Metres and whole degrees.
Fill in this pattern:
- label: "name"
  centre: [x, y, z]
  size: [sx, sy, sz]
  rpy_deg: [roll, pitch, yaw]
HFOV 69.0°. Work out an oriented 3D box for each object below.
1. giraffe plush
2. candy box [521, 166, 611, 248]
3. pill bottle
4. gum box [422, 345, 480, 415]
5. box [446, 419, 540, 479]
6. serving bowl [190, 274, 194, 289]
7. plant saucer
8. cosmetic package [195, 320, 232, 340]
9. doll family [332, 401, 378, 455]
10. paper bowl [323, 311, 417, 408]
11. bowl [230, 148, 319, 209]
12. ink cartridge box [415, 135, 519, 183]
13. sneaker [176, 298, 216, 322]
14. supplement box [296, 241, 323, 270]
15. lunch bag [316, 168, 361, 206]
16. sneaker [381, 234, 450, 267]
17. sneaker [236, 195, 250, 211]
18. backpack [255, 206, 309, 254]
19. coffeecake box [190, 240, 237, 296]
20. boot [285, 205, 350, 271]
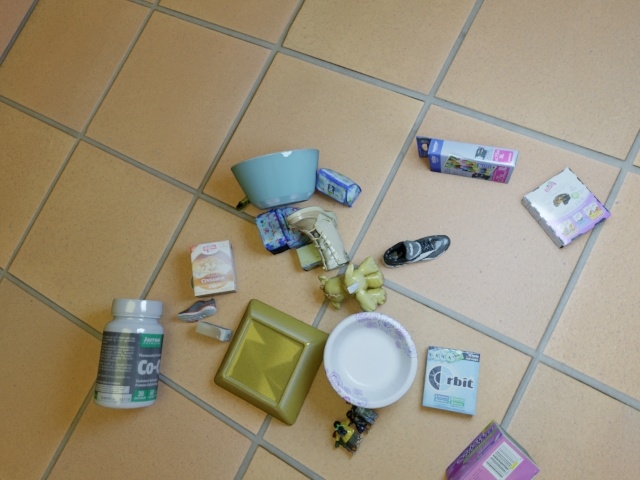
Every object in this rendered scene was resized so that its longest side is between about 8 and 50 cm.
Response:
- label: "giraffe plush"
  centre: [0.092, 0.157, 1.538]
  size: [0.171, 0.210, 0.181]
  rpy_deg: [-17, 78, 41]
- label: "candy box"
  centre: [0.762, -0.101, 1.458]
  size: [0.165, 0.070, 0.196]
  rpy_deg: [-34, 73, 5]
- label: "pill bottle"
  centre: [-0.667, 0.392, 1.647]
  size: [0.204, 0.204, 0.360]
  rpy_deg: [0, 79, 14]
- label: "gum box"
  centre: [0.407, 0.432, 1.450]
  size: [0.157, 0.041, 0.184]
  rpy_deg: [5, 80, 15]
- label: "box"
  centre: [0.464, 0.632, 1.286]
  size: [0.117, 0.243, 0.213]
  rpy_deg: [43, 92, 19]
- label: "serving bowl"
  centre: [-0.438, 0.153, 1.727]
  size: [0.084, 0.027, 0.083]
  rpy_deg: [1, 76, -2]
- label: "plant saucer"
  centre: [-0.180, 0.408, 1.585]
  size: [0.333, 0.081, 0.332]
  rpy_deg: [22, 85, 18]
- label: "cosmetic package"
  centre: [-0.380, 0.324, 1.664]
  size: [0.115, 0.060, 0.041]
  rpy_deg: [13, 82, 18]
- label: "doll family"
  centre: [0.101, 0.582, 1.483]
  size: [0.111, 0.076, 0.193]
  rpy_deg: [33, 83, 23]
- label: "paper bowl"
  centre: [0.151, 0.370, 1.457]
  size: [0.285, 0.148, 0.284]
  rpy_deg: [0, 76, 1]
- label: "bowl"
  centre: [-0.140, -0.201, 1.610]
  size: [0.312, 0.311, 0.163]
  rpy_deg: [-11, 92, 12]
- label: "ink cartridge box"
  centre: [0.461, -0.259, 1.507]
  size: [0.311, 0.186, 0.065]
  rpy_deg: [15, 84, 17]
- label: "sneaker"
  centre: [-0.450, 0.253, 1.709]
  size: [0.158, 0.061, 0.064]
  rpy_deg: [-15, 48, 10]
- label: "supplement box"
  centre: [-0.030, 0.054, 1.634]
  size: [0.083, 0.056, 0.083]
  rpy_deg: [-21, 74, 9]
- label: "lunch bag"
  centre: [0.061, -0.189, 1.613]
  size: [0.129, 0.151, 0.096]
  rpy_deg: [32, 87, 17]
- label: "sneaker"
  centre: [0.311, 0.033, 1.525]
  size: [0.235, 0.106, 0.078]
  rpy_deg: [-17, 76, 10]
- label: "sneaker"
  centre: [-0.285, -0.143, 1.751]
  size: [0.031, 0.035, 0.083]
  rpy_deg: [37, 89, 18]
- label: "backpack"
  centre: [-0.124, -0.046, 1.648]
  size: [0.173, 0.117, 0.158]
  rpy_deg: [-19, 74, 9]
- label: "coffeecake box"
  centre: [-0.387, 0.104, 1.691]
  size: [0.143, 0.068, 0.185]
  rpy_deg: [-9, 76, -3]
- label: "boot"
  centre: [0.000, 0.000, 1.537]
  size: [0.095, 0.262, 0.203]
  rpy_deg: [-25, 75, 25]
